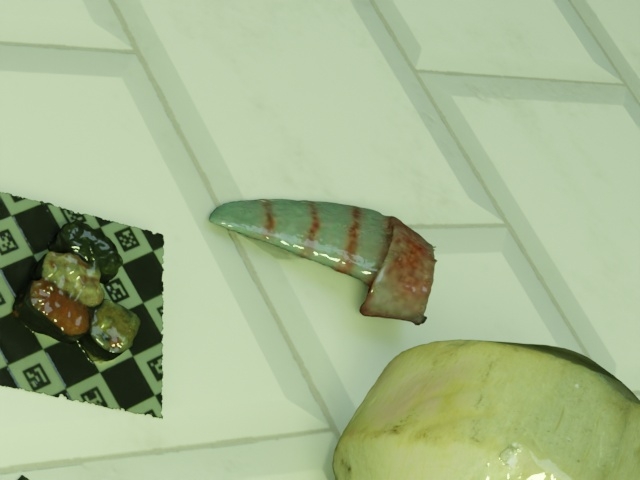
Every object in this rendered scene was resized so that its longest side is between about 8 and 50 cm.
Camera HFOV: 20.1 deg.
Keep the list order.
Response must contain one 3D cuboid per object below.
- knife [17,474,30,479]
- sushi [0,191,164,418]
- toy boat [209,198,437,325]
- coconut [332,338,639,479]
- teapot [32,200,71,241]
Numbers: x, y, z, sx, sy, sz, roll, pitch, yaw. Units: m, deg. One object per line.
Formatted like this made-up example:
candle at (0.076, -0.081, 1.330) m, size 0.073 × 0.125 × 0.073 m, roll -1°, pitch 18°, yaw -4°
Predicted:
knife at (-0.202, 0.317, 1.706) m, size 0.245 × 0.019 × 0.072 m, roll 37°, pitch 40°, yaw -1°
sushi at (-0.251, 0.055, 1.863) m, size 0.231 × 0.047 × 0.219 m, roll 15°, pitch 58°, yaw -31°
toy boat at (0.000, 0.000, 2.186) m, size 0.282 × 0.096 × 0.206 m, roll 18°, pitch 33°, yaw -9°
coconut at (0.187, 0.243, 1.873) m, size 0.352 × 0.352 × 0.352 m, roll 24°, pitch 39°, yaw -21°
teapot at (-0.287, 0.002, 1.930) m, size 0.083 × 0.049 × 0.063 m, roll 45°, pitch 35°, yaw 1°
